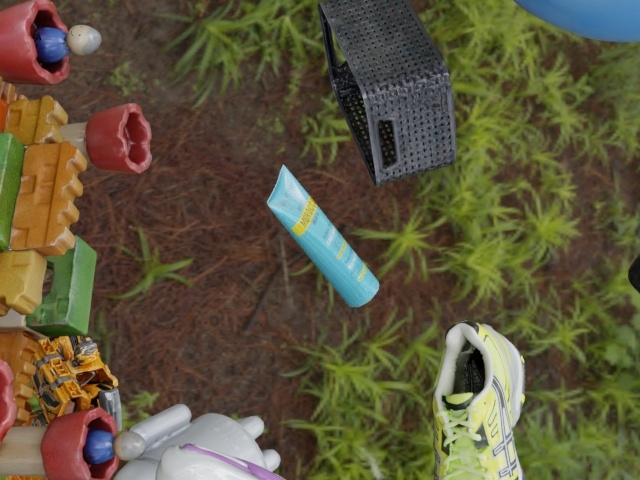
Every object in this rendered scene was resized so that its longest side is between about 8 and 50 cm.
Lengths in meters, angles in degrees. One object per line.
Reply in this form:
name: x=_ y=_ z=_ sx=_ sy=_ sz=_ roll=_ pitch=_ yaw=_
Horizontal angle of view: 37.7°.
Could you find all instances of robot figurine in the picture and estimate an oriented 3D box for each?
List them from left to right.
robot figurine: x=-0.327 y=0.245 z=1.182 sx=0.085 sy=0.211 sz=0.291 roll=-9 pitch=130 yaw=-38
robot figurine: x=-0.234 y=0.443 z=1.673 sx=0.353 sy=0.199 sz=0.300 roll=-29 pitch=90 yaw=-45

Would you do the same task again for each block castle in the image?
block castle: x=-0.297 y=0.009 z=0.967 sx=0.303 sy=0.212 sz=0.453 roll=57 pitch=32 yaw=-63

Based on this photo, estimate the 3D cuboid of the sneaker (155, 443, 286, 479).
sneaker: x=-0.047 y=0.282 z=0.711 sx=0.152 sy=0.114 sz=0.305 roll=-49 pitch=127 yaw=-32

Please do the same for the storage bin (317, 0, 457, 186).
storage bin: x=0.064 y=-0.156 z=0.922 sx=0.084 sy=0.180 sz=0.122 roll=-17 pitch=137 yaw=-4

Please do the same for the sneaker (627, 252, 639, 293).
sneaker: x=0.437 y=0.192 z=0.877 sx=0.202 sy=0.185 sz=0.483 roll=-10 pitch=60 yaw=-22

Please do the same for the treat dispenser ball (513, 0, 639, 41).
treat dispenser ball: x=0.242 y=-0.297 z=0.710 sx=0.288 sy=0.288 sz=0.288 roll=7 pitch=80 yaw=-41

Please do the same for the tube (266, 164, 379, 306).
tube: x=0.000 y=0.000 z=1.230 sx=0.207 sy=0.052 sz=0.080 roll=51 pitch=30 yaw=-25

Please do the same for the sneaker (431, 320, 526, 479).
sneaker: x=0.207 y=0.295 z=1.329 sx=0.147 sy=0.145 sz=0.385 roll=41 pitch=43 yaw=-45
